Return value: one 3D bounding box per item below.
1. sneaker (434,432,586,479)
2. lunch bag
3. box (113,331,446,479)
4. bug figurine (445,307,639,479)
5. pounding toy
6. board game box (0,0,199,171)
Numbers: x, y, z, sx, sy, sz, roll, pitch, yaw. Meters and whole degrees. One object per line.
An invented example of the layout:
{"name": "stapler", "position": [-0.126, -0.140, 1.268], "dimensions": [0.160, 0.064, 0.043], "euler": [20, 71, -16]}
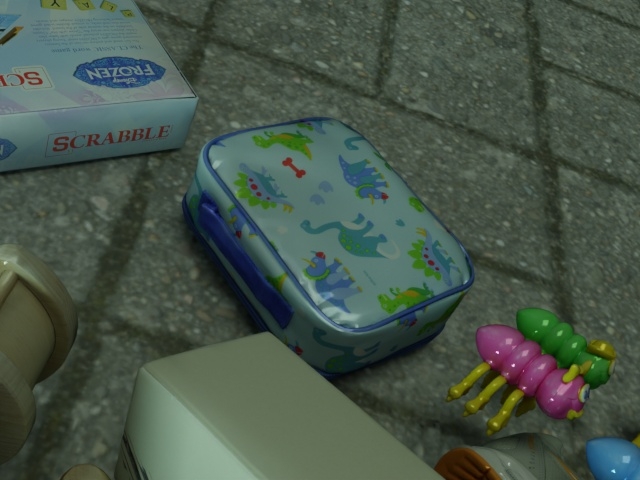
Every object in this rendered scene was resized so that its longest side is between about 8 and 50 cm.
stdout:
{"name": "sneaker", "position": [0.197, 0.232, 0.607], "dimensions": [0.121, 0.099, 0.262], "euler": [-13, 56, -40]}
{"name": "lunch bag", "position": [0.000, 0.000, 0.738], "dimensions": [0.176, 0.090, 0.219], "euler": [-19, 59, -39]}
{"name": "box", "position": [0.007, 0.169, 0.512], "dimensions": [0.113, 0.094, 0.275], "euler": [-9, 35, -45]}
{"name": "bug figurine", "position": [0.214, 0.126, 0.662], "dimensions": [0.216, 0.072, 0.279], "euler": [36, 19, 22]}
{"name": "pounding toy", "position": [-0.234, 0.089, 0.491], "dimensions": [0.269, 0.154, 0.155], "euler": [20, 43, -6]}
{"name": "board game box", "position": [-0.317, -0.189, 0.785], "dimensions": [0.318, 0.066, 0.318], "euler": [-12, 55, -34]}
